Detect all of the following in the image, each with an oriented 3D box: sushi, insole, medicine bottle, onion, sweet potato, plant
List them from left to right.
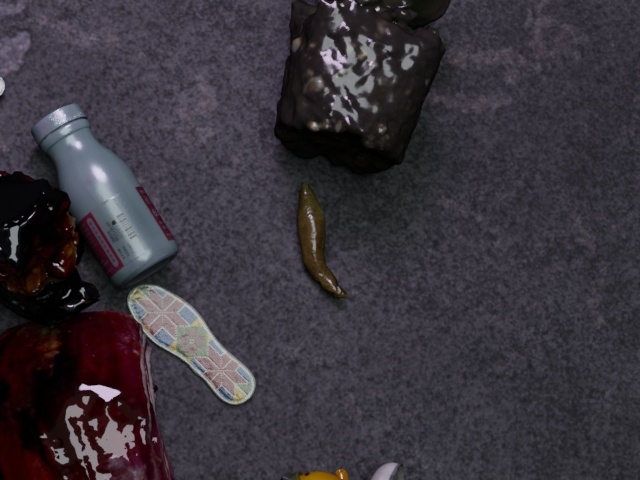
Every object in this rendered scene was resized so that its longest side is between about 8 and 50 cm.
[{"bbox_3d":[-0.342,-0.005,1.600,0.153,0.150,0.172,-31,65,-19],"label":"sushi"},{"bbox_3d":[-0.295,0.236,1.586,0.280,0.146,0.314,-11,83,-16],"label":"onion"},{"bbox_3d":[-0.258,-0.054,1.694,0.090,0.090,0.217,-30,85,-19],"label":"medicine bottle"},{"bbox_3d":[-0.154,0.123,1.721,0.193,0.006,0.065,44,71,0],"label":"insole"},{"bbox_3d":[-0.006,0.003,1.773,0.041,0.038,0.153,-17,82,6],"label":"sweet potato"},{"bbox_3d":[0.055,-0.230,1.765,0.199,0.188,0.276,18,73,-10],"label":"plant"}]

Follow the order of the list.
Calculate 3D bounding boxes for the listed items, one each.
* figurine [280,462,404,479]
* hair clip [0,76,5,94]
[{"bbox_3d":[0.003,0.362,1.647,0.141,0.166,0.250,12,86,13],"label":"figurine"},{"bbox_3d":[-0.483,-0.137,1.680,0.140,0.054,0.220,29,69,-1],"label":"hair clip"}]
